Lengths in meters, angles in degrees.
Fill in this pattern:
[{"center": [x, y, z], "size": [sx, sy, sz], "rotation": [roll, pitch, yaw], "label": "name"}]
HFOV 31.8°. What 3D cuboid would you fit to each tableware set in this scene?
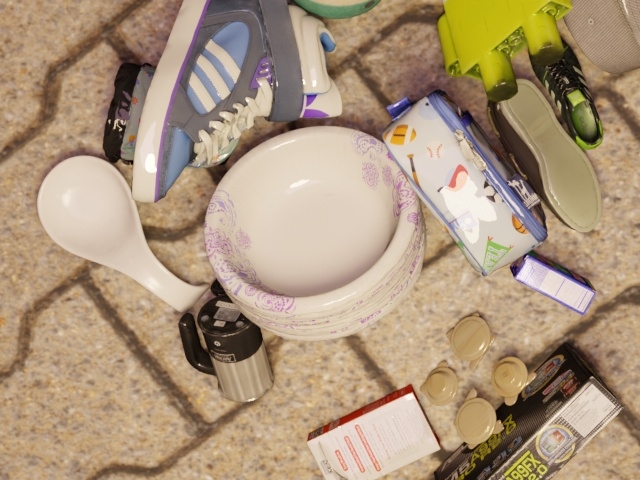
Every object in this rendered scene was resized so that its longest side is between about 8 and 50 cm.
[{"center": [0.211, 0.192, 1.543], "size": [0.141, 0.020, 0.169], "rotation": [-52, 47, 10], "label": "tableware set"}]

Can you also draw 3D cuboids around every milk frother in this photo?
[{"center": [-0.113, 0.125, 1.577], "size": [0.129, 0.143, 0.135], "rotation": [22, 139, 34], "label": "milk frother"}]

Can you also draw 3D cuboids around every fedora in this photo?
[{"center": [0.382, -0.329, 1.454], "size": [0.124, 0.243, 0.275], "rotation": [-17, 97, 35], "label": "fedora"}]

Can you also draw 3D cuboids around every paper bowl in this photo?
[{"center": [0.000, 0.000, 1.489], "size": [0.284, 0.148, 0.284], "rotation": [-8, 57, 12], "label": "paper bowl"}]

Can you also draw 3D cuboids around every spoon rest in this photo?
[{"center": [-0.279, -0.005, 1.579], "size": [0.276, 0.084, 0.137], "rotation": [41, 97, -1], "label": "spoon rest"}]

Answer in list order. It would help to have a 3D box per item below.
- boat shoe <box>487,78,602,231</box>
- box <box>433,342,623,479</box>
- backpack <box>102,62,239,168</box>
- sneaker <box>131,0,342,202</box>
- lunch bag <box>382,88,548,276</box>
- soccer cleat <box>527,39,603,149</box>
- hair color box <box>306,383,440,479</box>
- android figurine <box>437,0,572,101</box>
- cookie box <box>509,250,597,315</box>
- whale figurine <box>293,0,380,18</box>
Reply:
[{"center": [0.305, -0.112, 1.532], "size": [0.081, 0.068, 0.228], "rotation": [-30, 93, -19], "label": "boat shoe"}, {"center": [0.267, 0.269, 1.494], "size": [0.060, 0.216, 0.270], "rotation": [44, 98, -3], "label": "box"}, {"center": [-0.199, -0.160, 1.542], "size": [0.182, 0.115, 0.152], "rotation": [12, 93, -2], "label": "backpack"}, {"center": [-0.092, -0.171, 1.431], "size": [0.236, 0.130, 0.323], "rotation": [16, 67, -4], "label": "sneaker"}, {"center": [0.181, -0.087, 1.425], "size": [0.115, 0.303, 0.243], "rotation": [-36, 91, 10], "label": "lunch bag"}, {"center": [0.336, -0.206, 1.517], "size": [0.060, 0.072, 0.179], "rotation": [-27, 93, 6], "label": "soccer cleat"}, {"center": [0.075, 0.284, 1.592], "size": [0.167, 0.053, 0.093], "rotation": [-26, 94, 5], "label": "hair color box"}, {"center": [0.235, -0.322, 1.452], "size": [0.248, 0.056, 0.273], "rotation": [-41, 49, 43], "label": "android figurine"}, {"center": [0.317, 0.054, 1.533], "size": [0.107, 0.092, 0.040], "rotation": [28, 100, 1], "label": "cookie box"}, {"center": [0.061, -0.404, 1.506], "size": [0.272, 0.141, 0.216], "rotation": [-38, 74, -16], "label": "whale figurine"}]
